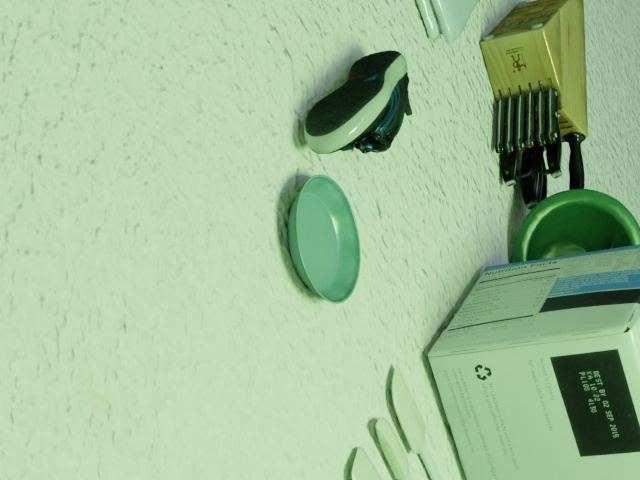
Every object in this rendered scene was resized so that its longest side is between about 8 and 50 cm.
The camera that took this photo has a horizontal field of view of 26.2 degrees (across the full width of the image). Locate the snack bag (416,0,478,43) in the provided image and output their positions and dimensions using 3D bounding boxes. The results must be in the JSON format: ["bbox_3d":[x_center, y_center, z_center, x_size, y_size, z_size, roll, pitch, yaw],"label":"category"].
[{"bbox_3d":[0.141,-0.446,1.641,0.323,0.037,0.342,66,32,-26],"label":"snack bag"}]

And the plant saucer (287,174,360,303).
[{"bbox_3d":[0.000,0.000,1.258,0.119,0.021,0.119,26,59,-56],"label":"plant saucer"}]

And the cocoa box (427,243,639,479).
[{"bbox_3d":[0.299,0.209,1.522,0.228,0.231,0.347,-47,123,-56],"label":"cocoa box"}]

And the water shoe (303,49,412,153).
[{"bbox_3d":[0.049,-0.117,1.332,0.203,0.073,0.080,-53,129,-53],"label":"water shoe"}]

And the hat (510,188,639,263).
[{"bbox_3d":[0.313,0.043,1.790,0.183,0.173,0.209,148,-45,-86],"label":"hat"}]

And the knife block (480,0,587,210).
[{"bbox_3d":[0.296,-0.174,1.790,0.276,0.088,0.242,-48,124,-56],"label":"knife block"}]

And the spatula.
[{"bbox_3d":[0.095,0.267,1.360,0.168,0.019,0.242,-66,138,-54],"label":"spatula"}]
